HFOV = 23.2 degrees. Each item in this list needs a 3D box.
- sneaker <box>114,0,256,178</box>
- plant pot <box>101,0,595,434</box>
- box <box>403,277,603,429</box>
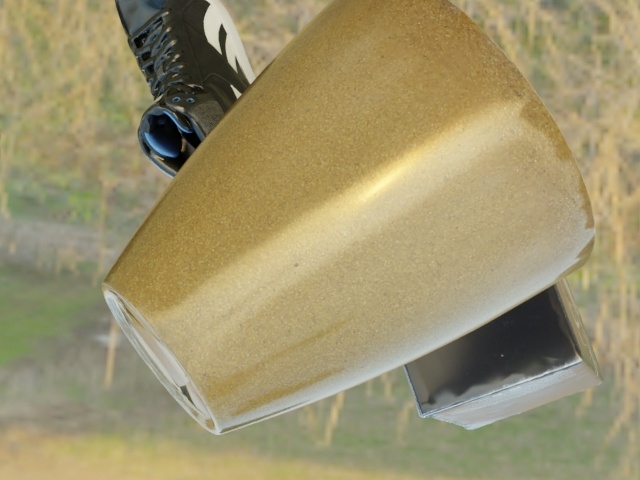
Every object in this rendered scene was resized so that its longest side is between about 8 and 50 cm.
[{"bbox_3d":[-0.111,-0.127,1.196,0.079,0.217,0.121,-41,168,29],"label":"sneaker"},{"bbox_3d":[0.000,0.000,0.977,0.254,0.237,0.237,-38,172,-16],"label":"plant pot"},{"bbox_3d":[0.164,0.016,1.721,0.179,0.343,0.312,-21,167,9],"label":"box"}]
